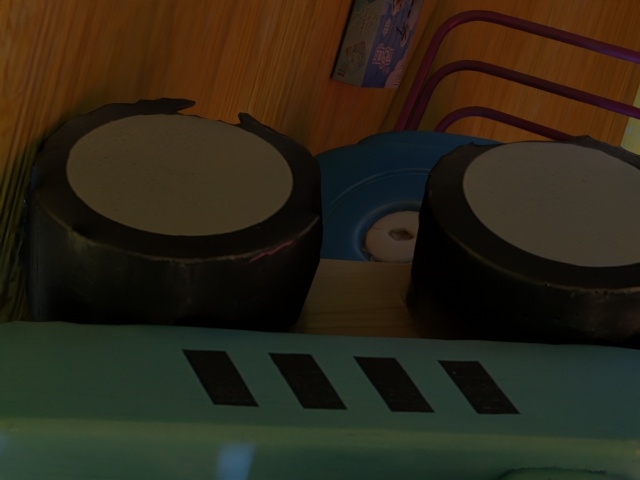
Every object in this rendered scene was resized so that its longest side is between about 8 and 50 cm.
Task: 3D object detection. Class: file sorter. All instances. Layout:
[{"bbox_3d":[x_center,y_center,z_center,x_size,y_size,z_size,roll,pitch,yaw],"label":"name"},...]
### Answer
[{"bbox_3d":[0.139,0.002,1.177,0.290,0.182,0.202,82,28,-63],"label":"file sorter"}]

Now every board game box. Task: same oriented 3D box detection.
[{"bbox_3d":[0.039,-0.132,0.951,0.090,0.020,0.090,-18,127,-73],"label":"board game box"}]

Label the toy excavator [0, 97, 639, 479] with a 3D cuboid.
[{"bbox_3d":[-0.048,0.162,0.496,0.445,0.433,0.222,-101,-164,-54],"label":"toy excavator"}]

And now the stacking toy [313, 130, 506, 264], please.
[{"bbox_3d":[0.071,0.101,0.924,0.165,0.175,0.302,-61,148,-37],"label":"stacking toy"}]
